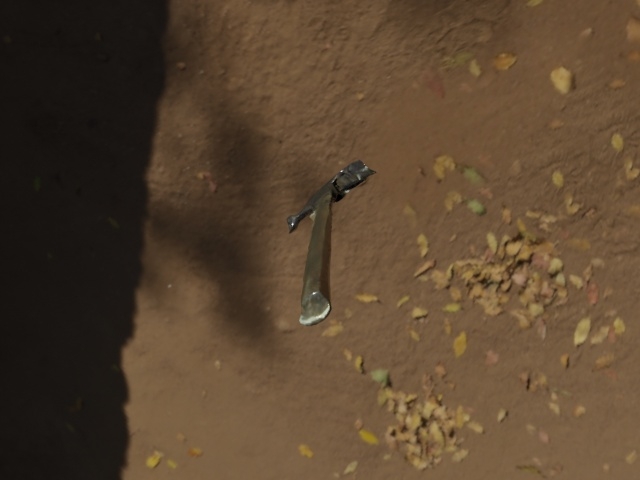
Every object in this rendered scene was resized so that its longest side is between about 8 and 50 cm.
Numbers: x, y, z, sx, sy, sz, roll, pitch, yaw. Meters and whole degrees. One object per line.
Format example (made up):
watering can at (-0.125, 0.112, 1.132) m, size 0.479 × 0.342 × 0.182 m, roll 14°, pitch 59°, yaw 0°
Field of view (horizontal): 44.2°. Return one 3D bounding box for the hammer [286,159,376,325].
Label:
hammer at (0.000, 0.001, 0.740) m, size 0.125 × 0.297 × 0.027 m, roll -41°, pitch 104°, yaw 18°
